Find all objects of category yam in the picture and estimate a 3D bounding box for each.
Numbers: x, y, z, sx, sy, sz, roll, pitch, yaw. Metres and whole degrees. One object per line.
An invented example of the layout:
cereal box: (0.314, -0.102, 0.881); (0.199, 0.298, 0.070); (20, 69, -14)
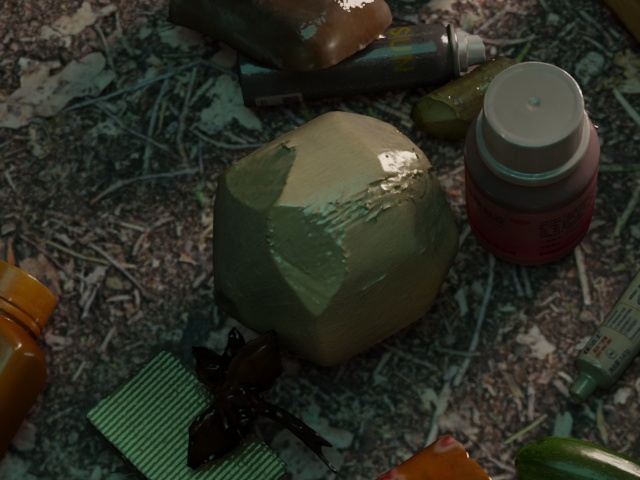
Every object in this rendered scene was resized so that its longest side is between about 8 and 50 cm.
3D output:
yam: (0.177, -0.157, 1.922); (0.146, 0.070, 0.070); (-30, 65, -11)

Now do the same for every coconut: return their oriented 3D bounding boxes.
coconut: (0.000, 0.000, 1.770); (0.247, 0.245, 0.245); (-29, 65, -14)

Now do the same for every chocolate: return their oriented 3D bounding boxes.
chocolate: (-0.051, -0.282, 1.950); (0.261, 0.083, 0.161); (24, 48, 36)

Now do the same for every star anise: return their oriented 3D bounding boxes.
star anise: (-0.055, 0.166, 1.758); (0.144, 0.158, 0.140); (16, 63, -32)

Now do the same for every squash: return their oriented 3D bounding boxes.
squash: (0.300, 0.254, 1.710); (0.219, 0.068, 0.077); (25, 61, 17)

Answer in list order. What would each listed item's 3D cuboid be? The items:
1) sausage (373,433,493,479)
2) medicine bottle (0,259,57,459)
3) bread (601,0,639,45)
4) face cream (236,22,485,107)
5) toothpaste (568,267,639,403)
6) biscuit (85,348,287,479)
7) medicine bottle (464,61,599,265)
sausage: (0.069, 0.348, 1.601); (0.287, 0.233, 0.233); (-30, 65, -9)
medicine bottle: (-0.377, 0.135, 1.814); (0.149, 0.112, 0.222); (22, 68, 16)
bread: (0.499, -0.307, 1.921); (0.333, 0.143, 0.323); (-26, 63, -7)
face cream: (0.046, -0.203, 1.955); (0.283, 0.073, 0.073); (-6, 64, 3)
toothpaste: (0.345, 0.068, 1.808); (0.069, 0.047, 0.268); (26, 66, 37)
biscuit: (-0.141, 0.217, 1.790); (0.121, 0.040, 0.199); (-40, 67, -17)
medicine bottle: (0.220, -0.081, 1.781); (0.147, 0.247, 0.147); (-3, 64, 5)
